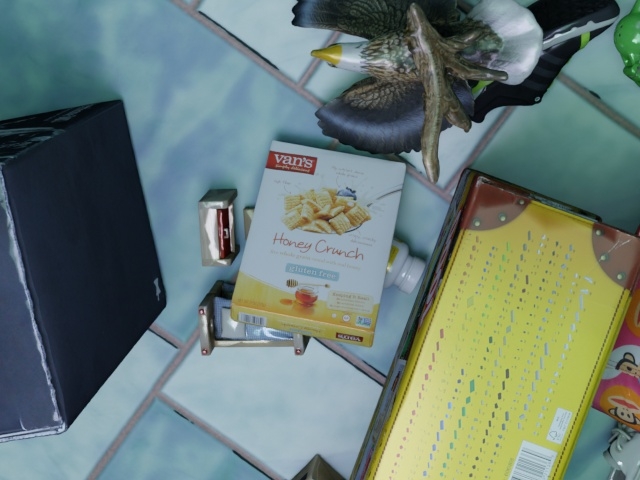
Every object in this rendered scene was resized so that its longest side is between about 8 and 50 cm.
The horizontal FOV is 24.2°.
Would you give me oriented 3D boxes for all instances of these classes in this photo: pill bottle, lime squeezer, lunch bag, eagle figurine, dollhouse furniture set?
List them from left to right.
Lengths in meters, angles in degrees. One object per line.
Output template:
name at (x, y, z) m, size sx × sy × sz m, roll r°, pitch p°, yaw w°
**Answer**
dollhouse furniture set at (-0.081, 0.038, 1.851) m, size 0.129 × 0.129 × 0.183 m, roll -1°, pitch 104°, yaw 7°
pill bottle at (0.070, 0.020, 1.862) m, size 0.116 × 0.065 × 0.065 m, roll 28°, pitch 106°, yaw 0°
eagle figurine at (0.087, -0.211, 1.713) m, size 0.225 × 0.298 × 0.226 m, roll 33°, pitch 90°, yaw -16°
lime squeezer at (0.405, -0.212, 1.759) m, size 0.110 × 0.059 × 0.310 m, roll -21°, pitch 95°, yaw -25°
lunch bag at (0.428, 0.086, 1.715) m, size 0.120 × 0.258 × 0.293 m, roll 22°, pitch 92°, yaw 33°

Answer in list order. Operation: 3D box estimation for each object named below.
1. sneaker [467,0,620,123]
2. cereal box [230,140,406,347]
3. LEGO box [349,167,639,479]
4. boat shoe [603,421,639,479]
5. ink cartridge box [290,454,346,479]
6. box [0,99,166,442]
sneaker at (0.254, -0.216, 1.789) m, size 0.235 × 0.084 × 0.097 m, roll -25°, pitch 125°, yaw 13°
cereal box at (0.000, 0.000, 1.793) m, size 0.173 × 0.047 × 0.240 m, roll 10°, pitch 60°, yaw 3°
LEGO box at (0.172, 0.184, 1.691) m, size 0.193 × 0.372 × 0.500 m, roll 20°, pitch 94°, yaw 1°
boat shoe at (0.399, 0.268, 1.876) m, size 0.088 × 0.096 × 0.267 m, roll 10°, pitch 113°, yaw -1°
ink cartridge box at (0.012, 0.432, 1.962) m, size 0.235 × 0.088 × 0.193 m, roll 42°, pitch 104°, yaw -5°
box at (-0.475, 0.046, 1.718) m, size 0.472 × 0.480 × 0.297 m, roll -8°, pitch 102°, yaw 9°
